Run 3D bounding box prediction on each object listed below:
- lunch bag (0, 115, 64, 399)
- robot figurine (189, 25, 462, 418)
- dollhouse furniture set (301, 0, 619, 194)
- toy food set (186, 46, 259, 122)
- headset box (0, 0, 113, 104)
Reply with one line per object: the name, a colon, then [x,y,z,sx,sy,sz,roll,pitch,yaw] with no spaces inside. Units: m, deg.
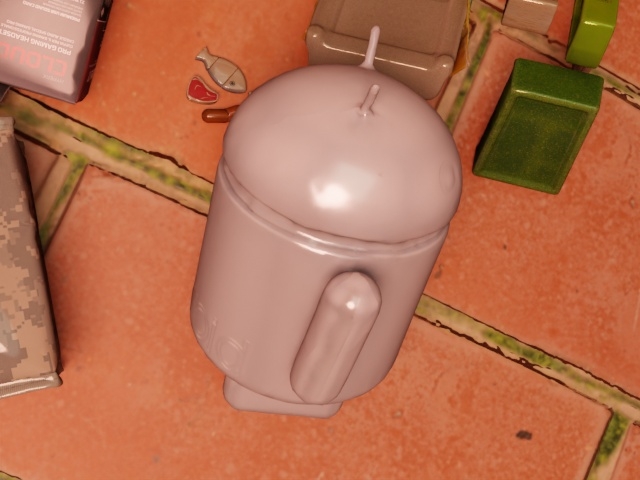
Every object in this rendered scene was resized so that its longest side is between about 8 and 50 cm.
lunch bag: [-0.381,0.040,0.677,0.287,0.169,0.235,-11,90,-18]
robot figurine: [0.000,0.000,0.702,0.200,0.300,0.353,6,124,-16]
dollhouse furniture set: [0.141,-0.202,0.864,0.302,0.151,0.197,15,63,5]
toy food set: [-0.087,-0.137,0.828,0.122,0.019,0.078,32,81,-10]
headset box: [-0.287,-0.265,0.710,0.218,0.110,0.293,17,101,-14]
